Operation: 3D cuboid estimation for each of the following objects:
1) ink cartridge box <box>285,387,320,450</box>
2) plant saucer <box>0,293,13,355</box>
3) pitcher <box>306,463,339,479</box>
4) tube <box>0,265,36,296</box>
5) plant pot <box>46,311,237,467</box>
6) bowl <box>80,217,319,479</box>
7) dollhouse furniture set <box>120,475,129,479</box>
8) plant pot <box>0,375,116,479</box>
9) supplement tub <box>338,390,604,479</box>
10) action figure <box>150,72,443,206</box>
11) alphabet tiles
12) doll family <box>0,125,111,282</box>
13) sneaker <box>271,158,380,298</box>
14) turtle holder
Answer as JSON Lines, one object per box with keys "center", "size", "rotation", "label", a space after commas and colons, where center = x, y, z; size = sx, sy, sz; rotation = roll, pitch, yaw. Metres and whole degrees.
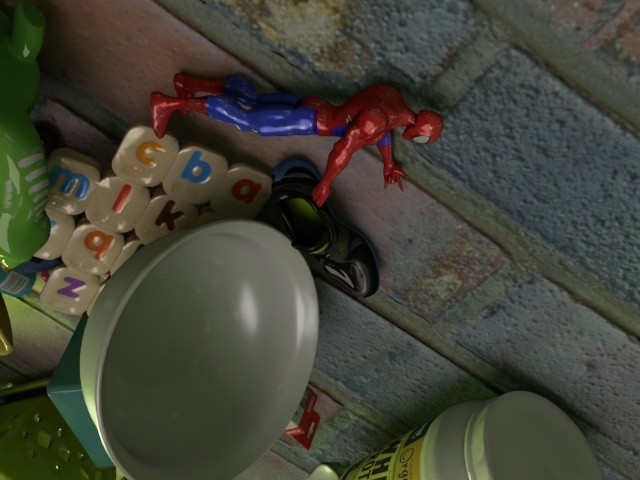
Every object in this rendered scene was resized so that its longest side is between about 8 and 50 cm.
{"center": [-0.034, 0.231, 1.123], "size": [0.029, 0.063, 0.115], "rotation": [-22, 120, 37], "label": "ink cartridge box"}
{"center": [-0.603, 0.006, 1.123], "size": [0.332, 0.081, 0.333], "rotation": [3, 132, 18], "label": "plant saucer"}
{"center": [0.070, 0.444, 1.207], "size": [0.207, 0.178, 0.125], "rotation": [40, 92, -13], "label": "pitcher"}
{"center": [-0.435, 0.021, 1.022], "size": [0.052, 0.080, 0.207], "rotation": [11, 164, 17], "label": "tube"}
{"center": [-0.194, 0.182, 1.076], "size": [0.234, 0.165, 0.166], "rotation": [-6, 128, 15], "label": "plant pot"}
{"center": [-0.147, 0.111, 0.883], "size": [0.134, 0.298, 0.298], "rotation": [13, 138, 41], "label": "bowl"}
{"center": [-0.298, 0.498, 1.329], "size": [0.262, 0.259, 0.135], "rotation": [-27, 107, 38], "label": "dollhouse furniture set"}
{"center": [-0.450, 0.349, 1.286], "size": [0.227, 0.207, 0.228], "rotation": [-19, 121, 32], "label": "plant pot"}
{"center": [0.174, 0.339, 1.028], "size": [0.228, 0.228, 0.316], "rotation": [35, 133, -12], "label": "supplement tub"}
{"center": [-0.017, -0.091, 0.809], "size": [0.280, 0.091, 0.139], "rotation": [4, 125, 18], "label": "action figure"}
{"center": [-0.189, 0.000, 0.922], "size": [0.284, 0.021, 0.278], "rotation": [21, 123, -25], "label": "alphabet tiles"}
{"center": [-0.334, -0.017, 0.973], "size": [0.163, 0.118, 0.263], "rotation": [-8, 127, 26], "label": "doll family"}
{"center": [0.000, 0.000, 0.891], "size": [0.067, 0.078, 0.188], "rotation": [-19, 123, 28], "label": "sneaker"}
{"center": [-0.393, -0.137, 0.803], "size": [0.320, 0.243, 0.227], "rotation": [25, 129, -21], "label": "turtle holder"}
